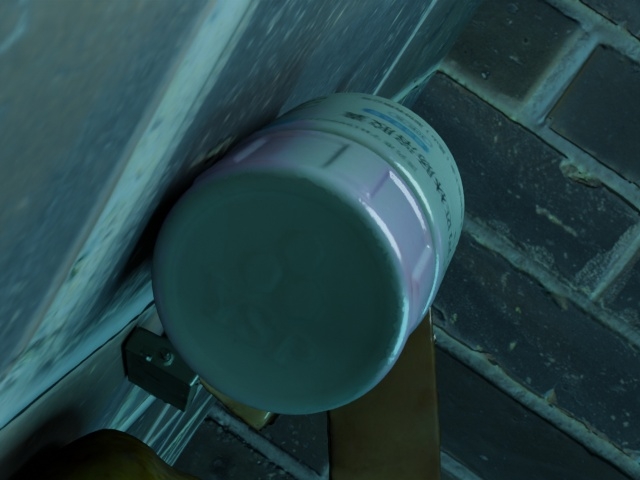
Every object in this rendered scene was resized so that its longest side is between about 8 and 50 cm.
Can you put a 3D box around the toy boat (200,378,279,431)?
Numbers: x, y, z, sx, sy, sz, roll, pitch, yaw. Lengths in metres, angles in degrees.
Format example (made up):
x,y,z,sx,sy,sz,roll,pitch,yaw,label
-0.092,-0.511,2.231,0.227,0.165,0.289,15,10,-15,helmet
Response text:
x,y,z,sx,sy,sz,roll,pitch,yaw,label
-0.061,0.092,0.802,0.061,0.116,0.188,-51,175,-1,toy boat

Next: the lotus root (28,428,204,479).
x,y,z,sx,sy,sz,roll,pitch,yaw,label
-0.116,0.212,0.586,0.193,0.193,0.291,-54,178,-27,lotus root

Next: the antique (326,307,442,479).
x,y,z,sx,sy,sz,roll,pitch,yaw,label
0.042,0.064,0.785,0.093,0.087,0.310,93,-6,-82,antique

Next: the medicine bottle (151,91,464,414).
x,y,z,sx,sy,sz,roll,pitch,yaw,label
0.000,0.000,0.516,0.135,0.135,0.168,-57,177,25,medicine bottle

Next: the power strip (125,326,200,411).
x,y,z,sx,sy,sz,roll,pitch,yaw,label
-0.100,0.083,0.638,0.019,0.051,0.136,-59,178,-20,power strip
